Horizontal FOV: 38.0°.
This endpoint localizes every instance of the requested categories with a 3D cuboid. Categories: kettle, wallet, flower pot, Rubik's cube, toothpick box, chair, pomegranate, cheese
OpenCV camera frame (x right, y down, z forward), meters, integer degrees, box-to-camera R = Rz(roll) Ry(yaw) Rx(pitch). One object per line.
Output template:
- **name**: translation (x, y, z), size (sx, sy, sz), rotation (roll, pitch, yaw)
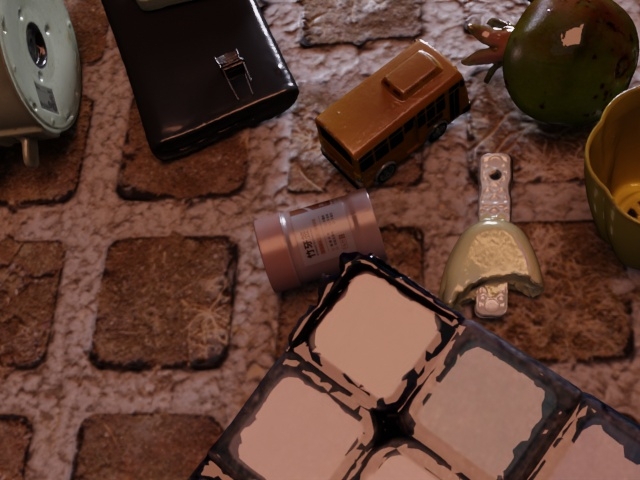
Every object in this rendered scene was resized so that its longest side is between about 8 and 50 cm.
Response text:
- **kettle**: translation (-0.562, -0.199, 1.337), size (0.376, 0.250, 0.361), rotation (-8, 91, 10)
- **wallet**: translation (-0.201, -0.322, 1.402), size (0.228, 0.062, 0.406), rotation (-22, 63, -1)
- **flower pot**: translation (0.402, -0.059, 1.085), size (0.195, 0.179, 0.195), rotation (-4, 65, 9)
- **Rubik's cube**: translation (0.088, 0.278, 0.871), size (0.363, 0.359, 0.362), rotation (34, 73, 16)
- **toothpick box**: translation (0.000, 0.000, 1.178), size (0.149, 0.098, 0.098), rotation (-16, 62, 1)
- **chair**: translation (-0.121, -0.239, 1.289), size (0.037, 0.042, 0.086), rotation (-23, 64, -5)
- **pomegranate**: translation (0.296, -0.243, 1.212), size (0.224, 0.181, 0.181), rotation (22, 69, 36)
- **cheese**: translation (0.215, -0.007, 1.168), size (0.127, 0.050, 0.235), rotation (-1, 62, 13)

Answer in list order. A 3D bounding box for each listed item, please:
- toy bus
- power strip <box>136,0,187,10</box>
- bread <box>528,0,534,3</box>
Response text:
- **toy bus**: translation (0.097, -0.172, 1.237), size (0.201, 0.114, 0.098), rotation (-38, 64, -9)
- **power strip**: translation (-0.177, -0.398, 1.382), size (0.227, 0.029, 0.080), rotation (-12, 62, 4)
- **bread**: translation (0.329, -0.369, 1.328), size (0.085, 0.053, 0.085), rotation (-6, 71, 17)
